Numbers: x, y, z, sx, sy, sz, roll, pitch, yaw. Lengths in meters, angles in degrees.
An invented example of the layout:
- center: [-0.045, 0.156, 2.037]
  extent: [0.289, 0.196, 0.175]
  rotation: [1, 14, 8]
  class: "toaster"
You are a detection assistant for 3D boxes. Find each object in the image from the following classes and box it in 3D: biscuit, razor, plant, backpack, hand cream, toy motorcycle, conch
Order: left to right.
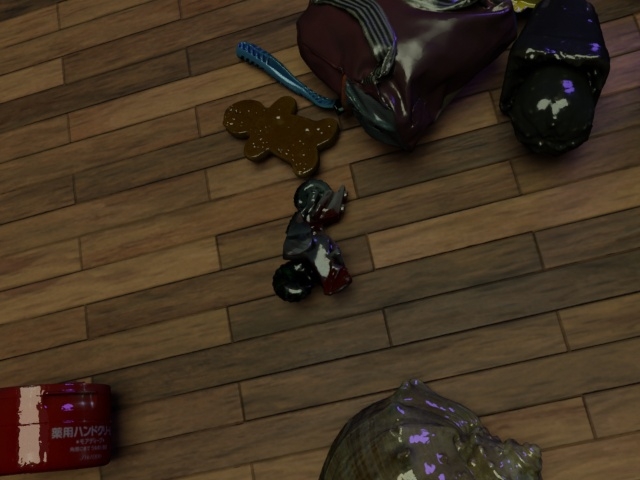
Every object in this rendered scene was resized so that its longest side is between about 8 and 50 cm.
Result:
- center: [-0.413, 0.285, 1.022]
  extent: [0.193, 0.193, 0.125]
  rotation: [-9, 75, 10]
  class: "hand cream"
- center: [-0.074, -0.185, 1.154]
  extent: [0.205, 0.031, 0.138]
  rotation: [23, 70, 19]
  class: "biscuit"
- center: [-0.047, -0.279, 1.172]
  extent: [0.253, 0.042, 0.082]
  rotation: [33, 43, 19]
  class: "razor"
- center: [0.000, 0.000, 1.064]
  extent: [0.123, 0.082, 0.213]
  rotation: [9, 67, 8]
  class: "toy motorcycle"
- center: [0.107, -0.329, 1.066]
  extent: [0.283, 0.197, 0.317]
  rotation: [-45, 61, -3]
  class: "backpack"
- center: [0.118, 0.333, 0.893]
  extent: [0.352, 0.210, 0.297]
  rotation: [-28, 56, 2]
  class: "conch"
- center: [0.349, -0.247, 1.017]
  extent: [0.142, 0.164, 0.255]
  rotation: [9, 62, 11]
  class: "plant"

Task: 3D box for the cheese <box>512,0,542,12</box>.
- center: [0.381, -0.474, 1.116]
  extent: [0.177, 0.069, 0.270]
  rotation: [39, 76, 14]
  class: "cheese"
